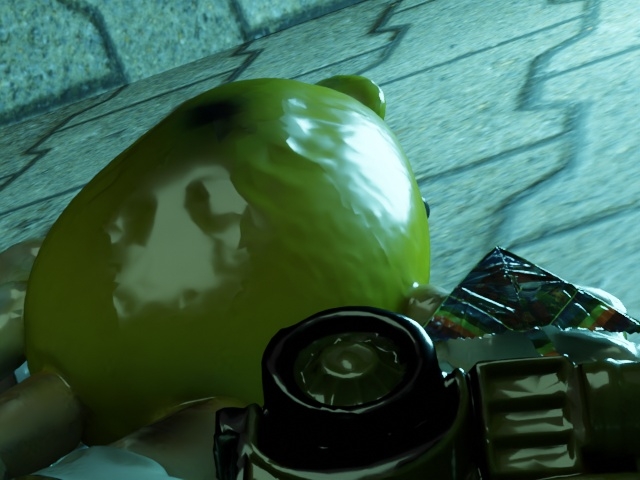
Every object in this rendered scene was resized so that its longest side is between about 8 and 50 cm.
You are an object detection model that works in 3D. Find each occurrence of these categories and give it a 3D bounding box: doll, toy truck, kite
[{"bbox_3d":[-0.049,0.051,0.929,0.423,0.161,0.348,-27,37,-28],"label":"doll"},{"bbox_3d":[0.101,0.092,0.487,0.257,0.127,0.127,-1,39,5],"label":"toy truck"},{"bbox_3d":[0.095,0.033,0.872,0.122,0.004,0.090,-5,43,-20],"label":"kite"}]

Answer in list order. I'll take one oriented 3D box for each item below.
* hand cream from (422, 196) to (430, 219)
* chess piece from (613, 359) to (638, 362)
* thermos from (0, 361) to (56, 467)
[{"bbox_3d":[0.000,0.000,1.264,0.186,0.054,0.087,-18,17,42],"label":"hand cream"},{"bbox_3d":[0.124,0.087,0.708,0.060,0.060,0.172,-20,11,5],"label":"chess piece"},{"bbox_3d":[-0.286,0.118,1.037,0.265,0.146,0.176,-16,7,-1],"label":"thermos"}]
